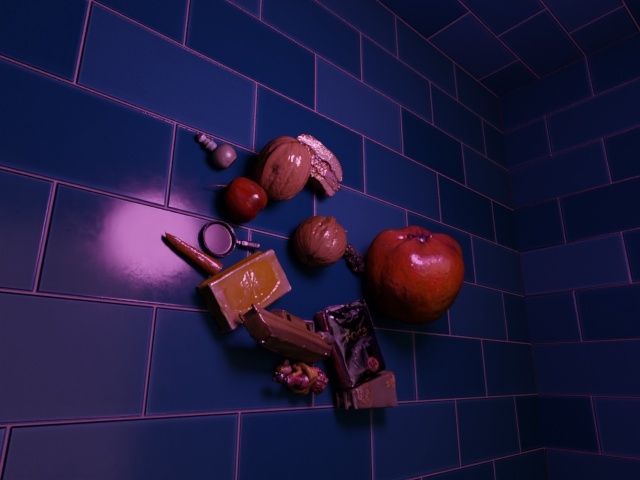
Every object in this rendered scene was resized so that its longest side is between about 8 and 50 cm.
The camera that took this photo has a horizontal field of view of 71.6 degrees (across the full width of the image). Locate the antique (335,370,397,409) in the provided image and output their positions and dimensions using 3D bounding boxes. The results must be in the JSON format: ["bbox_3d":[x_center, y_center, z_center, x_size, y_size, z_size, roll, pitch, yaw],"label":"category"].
[{"bbox_3d":[0.188,0.641,1.861,0.284,0.125,0.150,4,74,-42],"label":"antique"}]

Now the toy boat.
[{"bbox_3d":[-0.111,0.331,1.615,0.445,0.136,0.162,34,26,-45],"label":"toy boat"}]

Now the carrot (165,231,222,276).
[{"bbox_3d":[-0.441,0.044,1.517,0.224,0.057,0.057,38,55,-25],"label":"carrot"}]

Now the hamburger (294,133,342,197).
[{"bbox_3d":[-0.030,-0.329,1.932,0.155,0.245,0.282,-57,159,-12],"label":"hamburger"}]

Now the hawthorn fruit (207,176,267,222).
[{"bbox_3d":[-0.302,-0.170,1.650,0.203,0.163,0.162,46,50,-9],"label":"hawthorn fruit"}]

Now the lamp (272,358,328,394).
[{"bbox_3d":[-0.090,0.509,1.661,0.253,0.118,0.118,23,63,-33],"label":"lamp"}]

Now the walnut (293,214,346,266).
[{"bbox_3d":[0.000,0.000,1.829,0.228,0.228,0.227,14,68,-39],"label":"walnut"}]

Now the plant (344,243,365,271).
[{"bbox_3d":[0.144,0.071,2.027,0.087,0.085,0.174,-43,104,-13],"label":"plant"}]

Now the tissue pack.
[{"bbox_3d":[0.128,0.422,1.851,0.245,0.123,0.332,-8,74,-46],"label":"tissue pack"}]

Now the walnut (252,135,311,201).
[{"bbox_3d":[-0.153,-0.276,1.739,0.225,0.225,0.261,20,106,-37],"label":"walnut"}]

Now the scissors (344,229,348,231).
[{"bbox_3d":[0.063,-0.039,2.028,0.189,0.015,0.100,-4,78,-44],"label":"scissors"}]

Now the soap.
[{"bbox_3d":[-0.265,0.174,1.611,0.315,0.091,0.199,-30,100,-43],"label":"soap"}]

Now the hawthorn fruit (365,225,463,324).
[{"bbox_3d":[0.412,0.161,2.013,0.472,0.472,0.471,14,68,-39],"label":"hawthorn fruit"}]

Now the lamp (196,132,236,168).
[{"bbox_3d":[-0.394,-0.341,1.660,0.163,0.091,0.091,38,53,-8],"label":"lamp"}]

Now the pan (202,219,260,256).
[{"bbox_3d":[-0.330,0.004,1.642,0.235,0.028,0.136,15,68,-36],"label":"pan"}]
